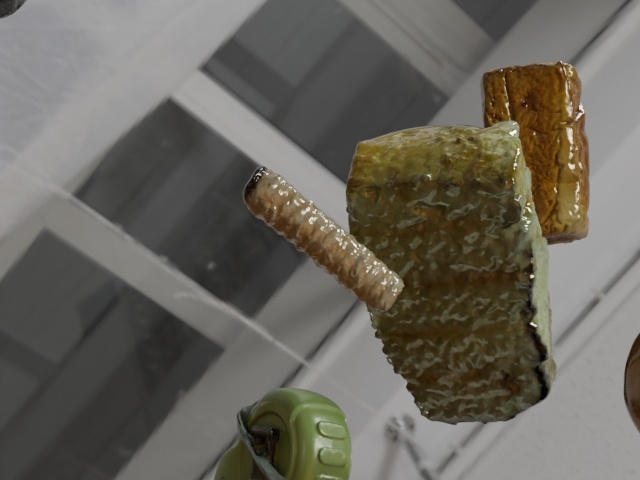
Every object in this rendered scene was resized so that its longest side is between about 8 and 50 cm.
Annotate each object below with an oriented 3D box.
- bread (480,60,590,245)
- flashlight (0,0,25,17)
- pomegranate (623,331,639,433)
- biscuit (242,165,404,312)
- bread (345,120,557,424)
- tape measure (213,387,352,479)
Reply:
[{"bbox_3d":[0.348,-0.139,1.916,0.132,0.166,0.294,16,70,-82],"label":"bread"},{"bbox_3d":[-0.344,-0.314,1.283,0.093,0.093,0.232,-63,-164,-22],"label":"flashlight"},{"bbox_3d":[0.377,0.130,1.095,0.196,0.196,0.196,-39,-152,26],"label":"pomegranate"},{"bbox_3d":[0.000,0.000,1.366,0.055,0.219,0.061,-52,180,42],"label":"biscuit"},{"bbox_3d":[0.195,0.022,1.611,0.239,0.395,0.264,-6,-150,19],"label":"bread"},{"bbox_3d":[-0.041,0.257,1.370,0.200,0.106,0.175,11,-94,59],"label":"tape measure"}]
